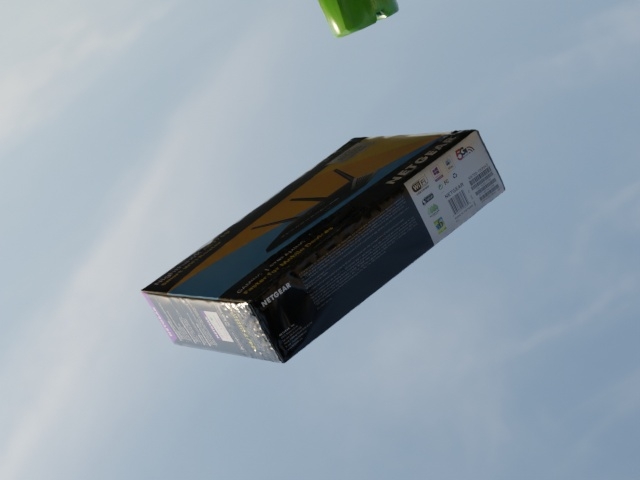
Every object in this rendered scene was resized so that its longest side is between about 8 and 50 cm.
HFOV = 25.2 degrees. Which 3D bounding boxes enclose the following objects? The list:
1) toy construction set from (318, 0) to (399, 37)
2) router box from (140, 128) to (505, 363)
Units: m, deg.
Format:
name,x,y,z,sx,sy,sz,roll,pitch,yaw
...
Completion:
name,x,y,z,sx,sy,sz,roll,pitch,yaw
toy construction set,0.050,-0.232,0.643,0.257,0.237,0.309,-22,-175,-41
router box,0.000,0.000,0.833,0.179,0.046,0.133,-37,-161,-27
